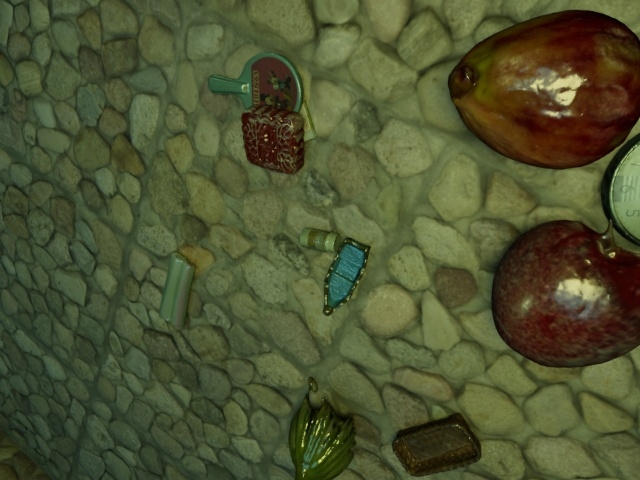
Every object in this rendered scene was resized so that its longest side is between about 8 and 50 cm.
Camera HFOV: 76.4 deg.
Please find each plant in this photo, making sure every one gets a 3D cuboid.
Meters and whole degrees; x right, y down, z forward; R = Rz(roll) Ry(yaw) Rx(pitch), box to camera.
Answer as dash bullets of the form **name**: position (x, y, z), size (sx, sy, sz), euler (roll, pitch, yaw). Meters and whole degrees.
- **plant**: position (-0.059, 0.530, 0.953), size (0.180, 0.334, 0.250), euler (10, 122, 37)

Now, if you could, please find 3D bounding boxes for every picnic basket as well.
- **picnic basket**: position (0.263, 0.467, 0.929), size (0.194, 0.055, 0.110), euler (-33, 91, 28)

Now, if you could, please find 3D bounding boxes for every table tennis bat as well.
- **table tennis bat**: position (-0.144, -0.331, 0.890), size (0.245, 0.040, 0.152), euler (16, 118, 23)

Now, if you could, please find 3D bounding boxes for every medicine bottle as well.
- **medicine bottle**: position (0.000, 0.000, 0.921), size (0.084, 0.047, 0.047), euler (11, 109, 23)

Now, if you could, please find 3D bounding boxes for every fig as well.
- **fig**: position (0.336, -0.228, 0.617), size (0.263, 0.224, 0.223), euler (26, 114, 20)

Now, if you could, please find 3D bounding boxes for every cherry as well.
- **cherry**: position (0.407, 0.097, 0.681), size (0.230, 0.203, 0.300), euler (32, 129, 11)

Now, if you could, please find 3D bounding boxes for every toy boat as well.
- **toy boat**: position (0.049, 0.082, 0.904), size (0.075, 0.077, 0.185), euler (29, 114, 14)

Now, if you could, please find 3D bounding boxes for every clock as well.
- **clock**: position (0.576, -0.081, 0.636), size (0.226, 0.049, 0.225), euler (7, 108, 24)

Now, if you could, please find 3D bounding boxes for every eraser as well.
- **eraser**: position (-0.038, -0.257, 0.880), size (0.038, 0.019, 0.083), euler (-14, 98, 29)

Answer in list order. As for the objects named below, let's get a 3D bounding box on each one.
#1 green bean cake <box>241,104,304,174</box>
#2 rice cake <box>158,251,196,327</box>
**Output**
- **green bean cake**: position (-0.102, -0.215, 0.879), size (0.136, 0.056, 0.135), euler (17, 130, 18)
- **rice cake**: position (-0.403, 0.143, 1.148), size (0.080, 0.042, 0.221), euler (26, 113, 17)
